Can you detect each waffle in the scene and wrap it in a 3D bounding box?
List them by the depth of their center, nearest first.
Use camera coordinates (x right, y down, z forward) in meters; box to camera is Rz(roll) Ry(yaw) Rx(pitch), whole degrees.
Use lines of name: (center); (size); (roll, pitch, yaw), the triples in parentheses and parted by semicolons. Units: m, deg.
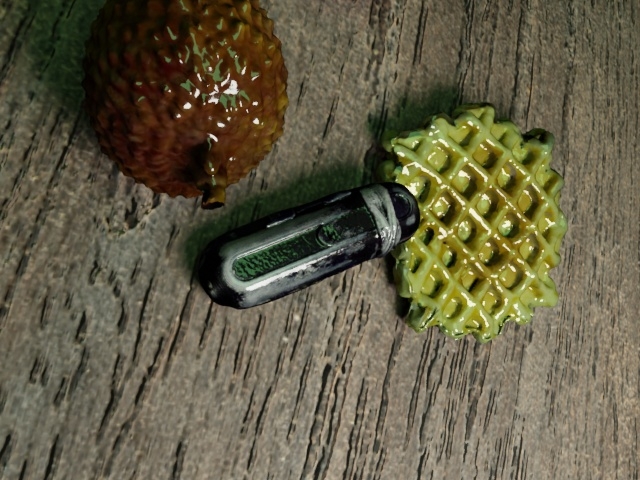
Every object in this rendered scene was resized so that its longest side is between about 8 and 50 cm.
waffle: (0.209, -0.023, 0.721); (0.297, 0.073, 0.317); (-7, 95, -23)

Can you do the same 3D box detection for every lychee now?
lychee: (-0.116, -0.135, 0.488); (0.200, 0.200, 0.238); (-9, 66, -28)

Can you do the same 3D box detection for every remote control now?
remote control: (0.000, 0.000, 0.582); (0.266, 0.066, 0.090); (-21, 97, -16)
